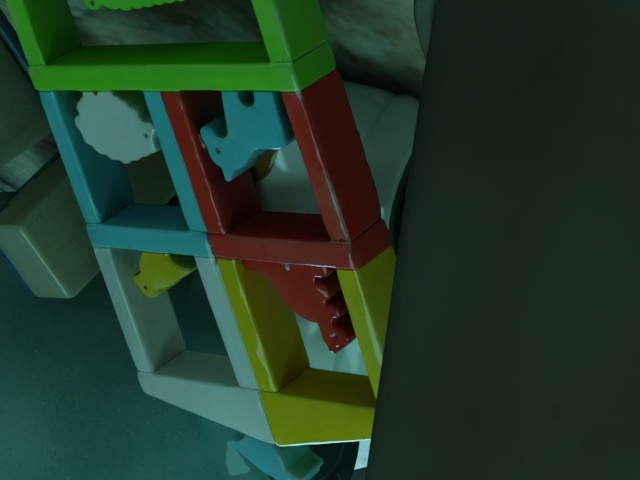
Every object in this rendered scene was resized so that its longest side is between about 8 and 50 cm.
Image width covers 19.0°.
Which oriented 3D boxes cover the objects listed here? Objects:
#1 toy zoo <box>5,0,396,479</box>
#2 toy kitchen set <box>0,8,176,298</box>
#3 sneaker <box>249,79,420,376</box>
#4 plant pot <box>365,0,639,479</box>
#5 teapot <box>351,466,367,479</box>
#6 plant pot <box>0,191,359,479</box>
[{"bbox_3d":[-0.046,-0.008,0.937,0.192,0.030,0.293,4,119,44],"label":"toy zoo"},{"bbox_3d":[-0.199,-0.085,1.067,0.166,0.122,0.207,0,129,50],"label":"toy kitchen set"},{"bbox_3d":[0.000,0.000,1.039,0.123,0.106,0.290,22,149,14],"label":"sneaker"},{"bbox_3d":[0.148,0.030,0.672,0.323,0.280,0.323,22,160,9],"label":"plant pot"},{"bbox_3d":[-0.076,0.191,1.498,0.256,0.187,0.252,45,146,18],"label":"teapot"},{"bbox_3d":[-0.097,0.093,1.163,0.196,0.293,0.293,-14,144,24],"label":"plant pot"}]
